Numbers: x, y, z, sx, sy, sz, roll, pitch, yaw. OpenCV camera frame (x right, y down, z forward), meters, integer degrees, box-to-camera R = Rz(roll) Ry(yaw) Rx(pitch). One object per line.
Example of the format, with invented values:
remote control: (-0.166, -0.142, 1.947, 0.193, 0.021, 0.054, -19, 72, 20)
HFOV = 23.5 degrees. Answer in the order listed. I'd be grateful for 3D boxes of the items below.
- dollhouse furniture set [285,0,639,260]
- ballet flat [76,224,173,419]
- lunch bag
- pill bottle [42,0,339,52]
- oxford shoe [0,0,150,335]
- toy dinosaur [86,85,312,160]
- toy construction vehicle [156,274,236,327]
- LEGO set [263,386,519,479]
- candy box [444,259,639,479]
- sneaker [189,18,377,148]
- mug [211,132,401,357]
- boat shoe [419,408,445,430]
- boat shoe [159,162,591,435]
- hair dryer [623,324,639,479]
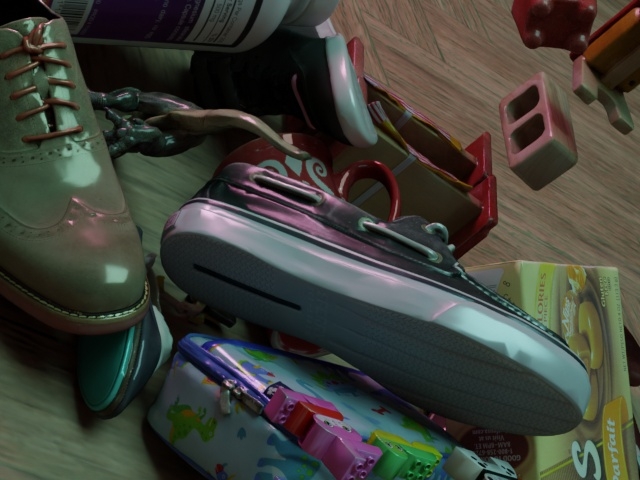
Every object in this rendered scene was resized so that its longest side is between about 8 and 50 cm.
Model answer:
dollhouse furniture set: (0.158, -0.150, 1.519, 0.201, 0.374, 0.152, 35, 32, -26)
ballet flat: (-0.140, 0.053, 1.115, 0.074, 0.074, 0.203, 27, 30, -36)
lunch bag: (-0.006, 0.142, 1.117, 0.219, 0.090, 0.176, 18, 9, -46)
pill bottle: (-0.144, -0.255, 1.319, 0.323, 0.181, 0.181, 0, 48, -29)
oxford shoe: (-0.215, -0.085, 1.087, 0.123, 0.130, 0.348, -14, 54, -35)
toy dinosaur: (-0.127, -0.089, 1.185, 0.118, 0.064, 0.268, 6, 3, -34)
toy construction vehicle: (-0.076, 0.035, 1.221, 0.098, 0.086, 0.035, 28, 37, -34)
LEGO set: (0.054, 0.179, 0.983, 0.227, 0.087, 0.093, 22, 16, -41)
candy box: (0.181, 0.178, 1.233, 0.183, 0.087, 0.316, 5, 80, -54)
sneaker: (-0.040, -0.137, 1.430, 0.296, 0.147, 0.105, -113, -175, -64)
mug: (-0.007, -0.002, 1.315, 0.113, 0.150, 0.169, 32, 32, -48)
boat shoe: (0.146, 0.158, 1.368, 0.324, 0.096, 0.117, -27, 119, -58)
boat shoe: (0.051, 0.028, 1.130, 0.335, 0.121, 0.119, 25, 55, 6)
hair dryer: (0.296, 0.167, 1.644, 0.224, 0.080, 0.293, 66, 27, -6)
